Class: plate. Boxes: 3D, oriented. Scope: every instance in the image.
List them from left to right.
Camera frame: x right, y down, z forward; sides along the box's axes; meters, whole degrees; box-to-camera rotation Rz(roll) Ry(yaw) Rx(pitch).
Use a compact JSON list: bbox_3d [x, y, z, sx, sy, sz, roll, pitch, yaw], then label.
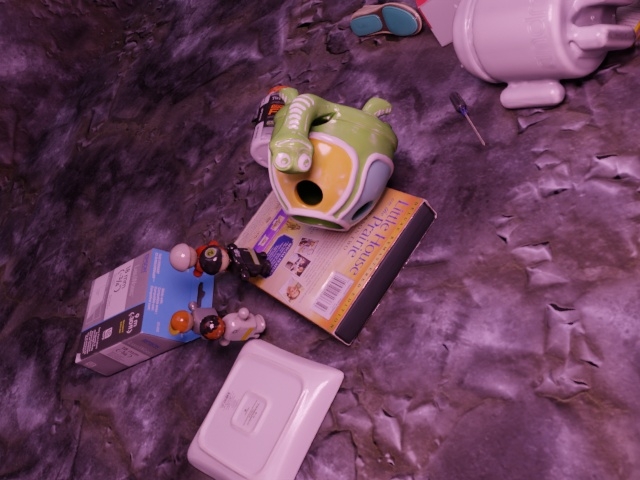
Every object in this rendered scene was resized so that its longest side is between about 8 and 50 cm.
[{"bbox_3d":[-0.120,0.328,1.288,0.278,0.045,0.277,11,68,46],"label":"plate"}]

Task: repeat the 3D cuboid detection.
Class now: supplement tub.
[{"bbox_3d":[-0.101,-0.278,1.686,0.117,0.117,0.190,-16,51,33],"label":"supplement tub"}]

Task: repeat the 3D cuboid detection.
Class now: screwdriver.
[{"bbox_3d":[0.298,-0.243,1.387,0.024,0.025,0.170,-33,51,17],"label":"screwdriver"}]

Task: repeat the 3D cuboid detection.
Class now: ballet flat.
[{"bbox_3d":[0.173,-0.550,1.691,0.248,0.086,0.086,20,74,49],"label":"ballet flat"}]

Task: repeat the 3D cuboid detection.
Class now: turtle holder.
[{"bbox_3d":[0.020,-0.144,1.255,0.320,0.243,0.227,154,128,-80],"label":"turtle holder"}]

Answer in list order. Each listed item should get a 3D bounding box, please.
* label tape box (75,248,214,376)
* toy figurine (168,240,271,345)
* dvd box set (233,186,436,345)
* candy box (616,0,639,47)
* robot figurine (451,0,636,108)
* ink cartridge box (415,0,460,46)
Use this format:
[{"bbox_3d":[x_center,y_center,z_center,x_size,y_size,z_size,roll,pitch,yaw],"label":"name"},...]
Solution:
[{"bbox_3d":[-0.412,0.153,1.635,0.333,0.106,0.241,-25,46,25],"label":"label tape box"},{"bbox_3d":[-0.217,0.105,1.406,0.213,0.148,0.209,5,89,50],"label":"toy figurine"},{"bbox_3d":[0.000,0.000,1.423,0.420,0.062,0.307,24,77,49],"label":"dvd box set"},{"bbox_3d":[0.528,-0.429,1.314,0.105,0.027,0.206,-56,41,-1],"label":"candy box"},{"bbox_3d":[0.388,-0.396,1.268,0.353,0.200,0.300,10,104,51],"label":"robot figurine"},{"bbox_3d":[0.285,-0.558,1.552,0.127,0.128,0.176,-28,45,22],"label":"ink cartridge box"}]
